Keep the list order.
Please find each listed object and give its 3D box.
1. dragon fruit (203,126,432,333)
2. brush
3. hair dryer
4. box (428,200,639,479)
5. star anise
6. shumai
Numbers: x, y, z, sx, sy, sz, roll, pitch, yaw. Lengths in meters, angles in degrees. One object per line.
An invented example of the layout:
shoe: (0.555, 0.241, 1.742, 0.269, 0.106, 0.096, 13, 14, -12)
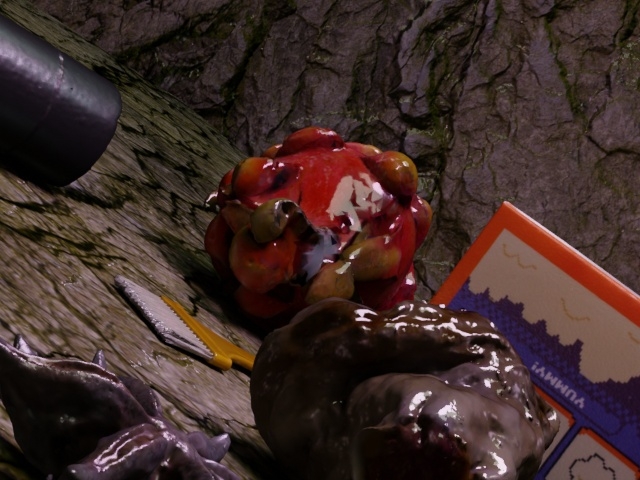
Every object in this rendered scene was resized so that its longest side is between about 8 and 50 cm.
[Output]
dragon fruit: (-0.010, 0.007, 1.588, 0.307, 0.243, 0.227, -29, 86, -45)
brush: (-0.059, 0.105, 1.323, 0.272, 0.013, 0.103, 34, 6, -42)
hair dryer: (-0.358, -0.175, 1.490, 0.244, 0.116, 0.302, 34, -6, -36)
box: (0.276, 0.185, 1.517, 0.318, 0.257, 0.348, 37, 5, 30)
star anise: (-0.091, 0.106, 0.728, 0.204, 0.061, 0.180, 44, 2, 37)
shumai: (0.061, 0.155, 1.049, 0.218, 0.184, 0.185, 48, 31, -43)
